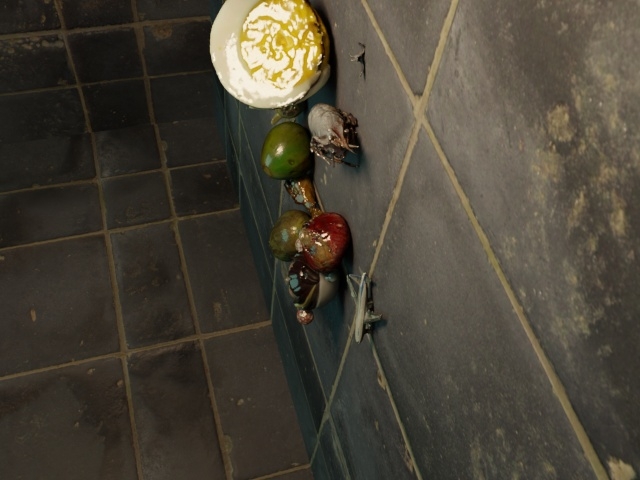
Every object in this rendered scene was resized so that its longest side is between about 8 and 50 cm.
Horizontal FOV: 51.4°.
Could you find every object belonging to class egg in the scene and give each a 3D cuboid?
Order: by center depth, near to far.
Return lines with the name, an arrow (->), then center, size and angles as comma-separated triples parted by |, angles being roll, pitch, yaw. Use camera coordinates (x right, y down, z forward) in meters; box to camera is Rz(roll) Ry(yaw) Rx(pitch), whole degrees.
egg -> -0.117, -0.498, 1.782 | 0.201, 0.337, 0.336 | -1, -100, -76

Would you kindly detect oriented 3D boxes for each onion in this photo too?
onion -> 0.000, 0.000, 1.908 | 0.184, 0.147, 0.183 | -42, 39, 47

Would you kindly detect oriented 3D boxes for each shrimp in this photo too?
shrimp -> 0.033, -0.250, 1.673 | 0.343, 0.117, 0.145 | -111, 16, -62

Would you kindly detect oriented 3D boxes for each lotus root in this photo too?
lotus root -> -0.090, -0.022, 2.287 | 0.309, 0.173, 0.173 | 138, 120, -71

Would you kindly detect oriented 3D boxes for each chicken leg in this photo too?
chicken leg -> -0.042, -0.131, 2.163 | 0.251, 0.087, 0.107 | 60, 179, 38

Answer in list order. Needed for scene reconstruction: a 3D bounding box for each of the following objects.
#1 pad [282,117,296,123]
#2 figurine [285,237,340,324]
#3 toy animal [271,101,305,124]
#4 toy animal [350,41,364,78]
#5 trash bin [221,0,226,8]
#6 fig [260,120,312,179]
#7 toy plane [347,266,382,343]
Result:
pad -> -0.130, -0.477, 2.384 | 0.159, 0.009, 0.264 | 105, 151, -62
figurine -> -0.029, 0.127, 2.129 | 0.370, 0.167, 0.281 | 128, 141, -82
toy animal -> -0.106, -0.429, 2.112 | 0.137, 0.098, 0.098 | -38, 55, 32
toy animal -> 0.083, -0.417, 1.524 | 0.050, 0.028, 0.084 | -133, 35, -51
trash bin -> -0.194, -0.696, 2.044 | 0.334, 0.214, 0.214 | -169, 70, -75
fig -> -0.110, -0.279, 2.127 | 0.181, 0.191, 0.181 | 32, 150, 22
toy plane -> 0.114, 0.181, 1.793 | 0.226, 0.058, 0.226 | -132, 30, -58
